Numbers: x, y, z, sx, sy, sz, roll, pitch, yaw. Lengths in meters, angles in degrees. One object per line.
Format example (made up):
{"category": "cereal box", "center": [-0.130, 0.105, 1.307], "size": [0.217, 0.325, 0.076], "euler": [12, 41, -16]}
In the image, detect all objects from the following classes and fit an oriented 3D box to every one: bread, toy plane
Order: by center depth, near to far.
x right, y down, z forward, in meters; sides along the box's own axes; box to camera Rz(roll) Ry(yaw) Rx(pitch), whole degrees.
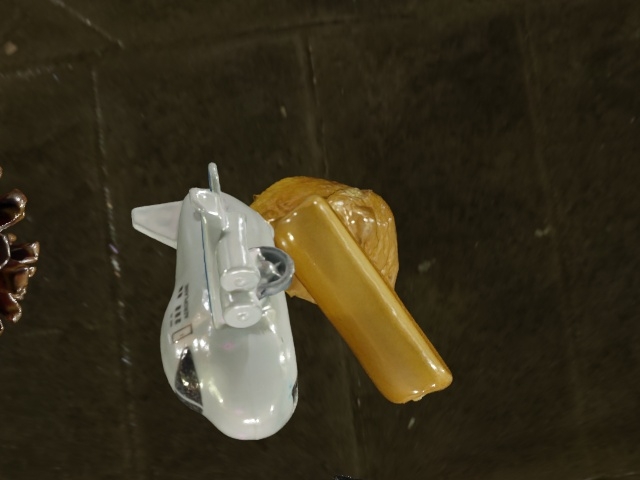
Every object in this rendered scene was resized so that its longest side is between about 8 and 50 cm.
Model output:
{"category": "toy plane", "center": [-0.084, 0.056, 1.278], "size": [0.122, 0.267, 0.267], "euler": [-11, 79, -9]}
{"category": "bread", "center": [0.040, 0.065, 1.505], "size": [0.074, 0.092, 0.239], "euler": [-36, 91, 1]}
{"category": "bread", "center": [0.000, 0.000, 1.662], "size": [0.143, 0.229, 0.140], "euler": [17, 92, 29]}

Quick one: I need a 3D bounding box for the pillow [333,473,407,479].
{"category": "pillow", "center": [0.078, 0.256, 1.302], "size": [0.090, 0.150, 0.048], "euler": [-9, 121, -28]}

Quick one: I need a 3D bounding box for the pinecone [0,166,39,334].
{"category": "pinecone", "center": [-0.401, 0.006, 1.476], "size": [0.264, 0.264, 0.264], "euler": [0, 79, 2]}
